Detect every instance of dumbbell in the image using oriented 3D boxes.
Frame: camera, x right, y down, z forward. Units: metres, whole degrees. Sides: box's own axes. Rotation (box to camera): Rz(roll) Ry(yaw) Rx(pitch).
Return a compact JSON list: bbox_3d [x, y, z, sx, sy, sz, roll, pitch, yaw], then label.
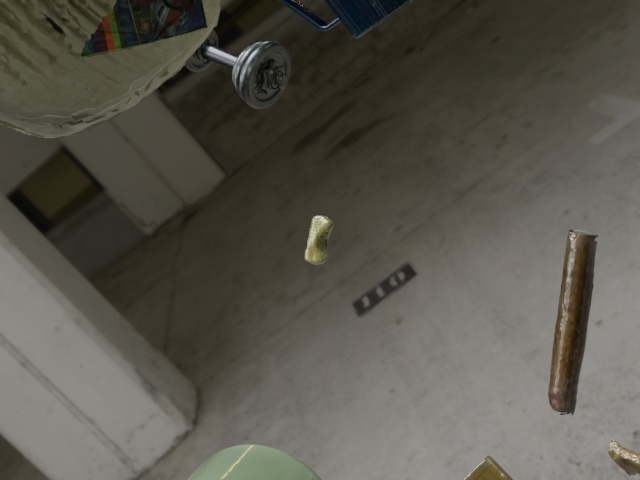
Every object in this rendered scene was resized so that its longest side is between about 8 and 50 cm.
[{"bbox_3d":[-0.155,-0.295,1.515,0.254,0.110,0.110,26,60,28],"label":"dumbbell"}]

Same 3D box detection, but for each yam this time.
[{"bbox_3d":[0.355,0.117,1.313,0.046,0.046,0.264,-160,76,-72],"label":"yam"}]

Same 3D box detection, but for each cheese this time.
[{"bbox_3d":[0.000,0.000,1.568,0.044,0.030,0.083,12,92,40],"label":"cheese"}]

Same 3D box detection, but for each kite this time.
[{"bbox_3d":[-0.110,-0.162,0.599,0.122,0.090,0.004,-65,27,5],"label":"kite"}]

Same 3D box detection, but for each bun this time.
[{"bbox_3d":[-0.217,-0.225,0.748,0.273,0.273,0.168,-41,29,1],"label":"bun"}]

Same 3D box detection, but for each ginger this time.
[{"bbox_3d":[0.593,0.410,1.706,0.137,0.057,0.044,10,60,41],"label":"ginger"}]

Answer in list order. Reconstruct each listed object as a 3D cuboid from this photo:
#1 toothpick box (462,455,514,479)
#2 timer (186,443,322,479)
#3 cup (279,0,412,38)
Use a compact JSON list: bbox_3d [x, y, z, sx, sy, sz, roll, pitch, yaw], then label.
[{"bbox_3d":[0.337,0.519,1.527,0.190,0.308,0.187,-43,-19,-2],"label":"toothpick box"},{"bbox_3d":[-0.144,0.461,1.247,0.290,0.291,0.315,-33,-7,26],"label":"timer"},{"bbox_3d":[0.030,-0.332,1.152,0.176,0.155,0.131,-32,8,30],"label":"cup"}]
